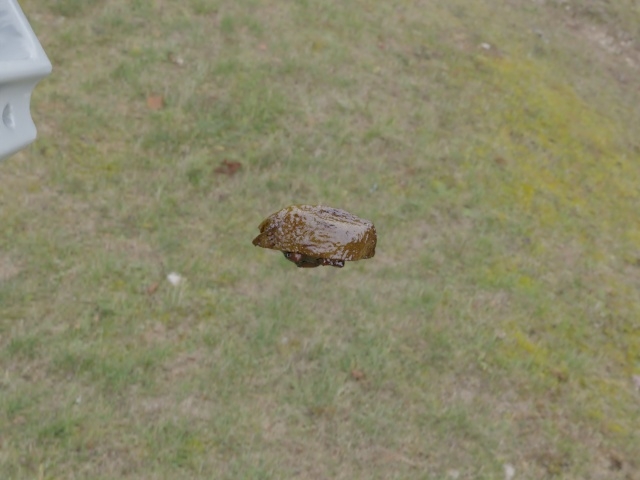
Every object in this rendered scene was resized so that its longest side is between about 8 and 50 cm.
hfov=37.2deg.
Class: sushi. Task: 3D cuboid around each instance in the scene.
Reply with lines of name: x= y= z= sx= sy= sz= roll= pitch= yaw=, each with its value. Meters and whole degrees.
sushi: x=0.000 y=0.000 z=0.714 sx=0.099 sy=0.047 sz=0.050 roll=13 pitch=18 yaw=-12

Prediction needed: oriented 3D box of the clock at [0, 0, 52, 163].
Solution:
clock: x=-0.267 y=-0.148 z=0.524 sx=0.116 sy=0.262 sz=0.231 roll=-27 pitch=9 yaw=5
